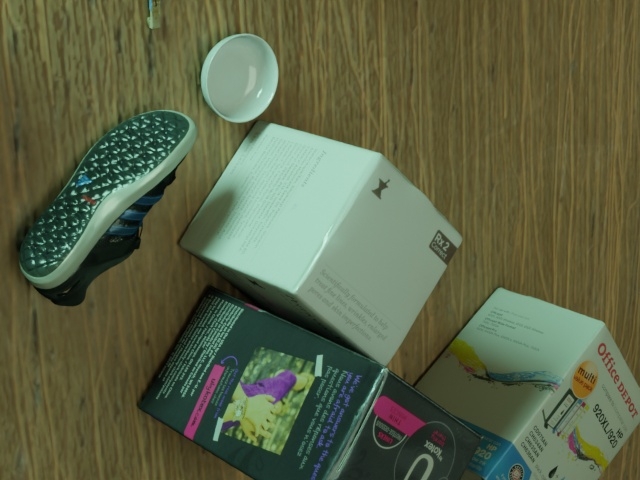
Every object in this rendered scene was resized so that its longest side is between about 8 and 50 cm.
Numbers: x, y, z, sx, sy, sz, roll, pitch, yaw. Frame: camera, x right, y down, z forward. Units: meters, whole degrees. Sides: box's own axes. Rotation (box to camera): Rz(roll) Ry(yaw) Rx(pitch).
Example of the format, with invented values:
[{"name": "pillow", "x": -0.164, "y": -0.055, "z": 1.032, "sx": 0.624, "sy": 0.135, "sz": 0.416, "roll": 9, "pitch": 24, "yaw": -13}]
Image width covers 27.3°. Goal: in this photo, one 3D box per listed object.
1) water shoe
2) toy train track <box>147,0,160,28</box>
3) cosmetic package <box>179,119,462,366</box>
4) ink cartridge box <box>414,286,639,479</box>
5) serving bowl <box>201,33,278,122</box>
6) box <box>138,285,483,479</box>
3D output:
[{"name": "water shoe", "x": -0.184, "y": -0.031, "z": 1.171, "sx": 0.203, "sy": 0.073, "sz": 0.080, "roll": -47, "pitch": 150, "yaw": -14}, {"name": "toy train track", "x": -0.150, "y": -0.229, "z": 1.162, "sx": 0.048, "sy": 0.014, "sz": 0.083, "roll": -22, "pitch": 123, "yaw": -42}, {"name": "cosmetic package", "x": 0.000, "y": 0.000, "z": 1.247, "sx": 0.151, "sy": 0.184, "sz": 0.151, "roll": 41, "pitch": 76, "yaw": -40}, {"name": "ink cartridge box", "x": 0.229, "y": 0.205, "z": 1.519, "sx": 0.232, "sy": 0.168, "sz": 0.171, "roll": -48, "pitch": 128, "yaw": -19}, {"name": "serving bowl", "x": -0.080, "y": -0.153, "z": 1.234, "sx": 0.083, "sy": 0.027, "sz": 0.083, "roll": -13, "pitch": 111, "yaw": -37}, {"name": "box", "x": -0.013, "y": 0.168, "z": 1.231, "sx": 0.165, "sy": 0.270, "sz": 0.143, "roll": 37, "pitch": 79, "yaw": -42}]
